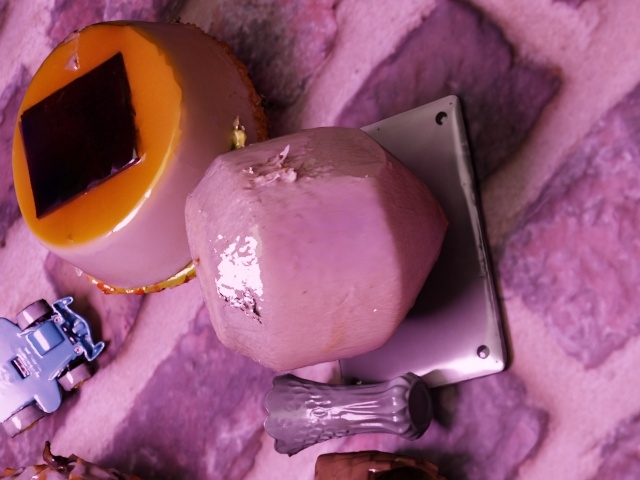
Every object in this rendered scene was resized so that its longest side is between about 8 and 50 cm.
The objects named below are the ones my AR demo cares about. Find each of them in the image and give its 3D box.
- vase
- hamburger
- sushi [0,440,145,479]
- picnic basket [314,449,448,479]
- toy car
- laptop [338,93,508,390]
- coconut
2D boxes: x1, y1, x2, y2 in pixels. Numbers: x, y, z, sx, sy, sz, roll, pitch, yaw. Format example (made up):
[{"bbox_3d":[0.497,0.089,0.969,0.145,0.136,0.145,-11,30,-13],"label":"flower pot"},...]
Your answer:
[{"bbox_3d":[0.030,0.159,1.394,0.149,0.081,0.081,-7,80,30],"label":"vase"},{"bbox_3d":[-0.180,-0.086,1.536,0.276,0.179,0.294,-29,65,29],"label":"hamburger"},{"bbox_3d":[-0.285,0.414,1.519,0.417,0.176,0.417,-24,49,31],"label":"sushi"},{"bbox_3d":[0.074,0.260,1.324,0.178,0.128,0.137,3,89,48],"label":"picnic basket"},{"bbox_3d":[-0.324,0.132,1.693,0.161,0.098,0.126,-36,90,-1],"label":"toy car"},{"bbox_3d":[0.077,0.012,1.423,0.188,0.015,0.269,-18,74,35],"label":"laptop"},{"bbox_3d":[0.000,0.000,1.343,0.234,0.224,0.224,-20,68,-6],"label":"coconut"}]
